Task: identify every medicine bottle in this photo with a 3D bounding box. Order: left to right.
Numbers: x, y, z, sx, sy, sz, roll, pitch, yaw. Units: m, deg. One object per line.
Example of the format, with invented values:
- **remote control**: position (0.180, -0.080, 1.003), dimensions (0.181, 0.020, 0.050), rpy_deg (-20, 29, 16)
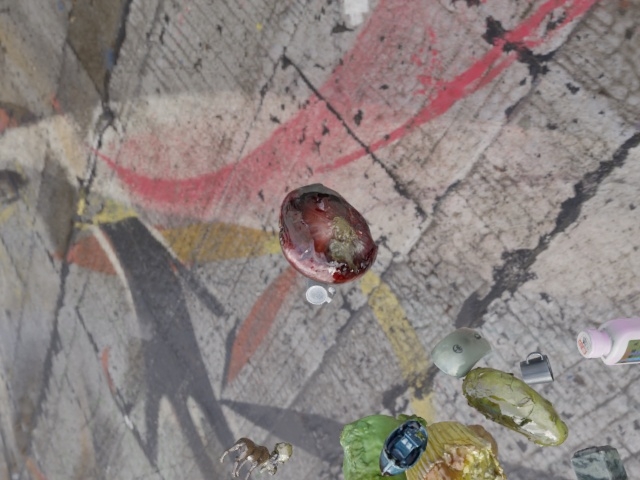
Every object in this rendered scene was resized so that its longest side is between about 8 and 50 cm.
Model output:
- **medicine bottle**: position (0.695, 0.228, 1.420), dimensions (0.078, 0.219, 0.115), rpy_deg (-103, 16, -47)

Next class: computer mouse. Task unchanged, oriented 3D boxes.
- **computer mouse**: position (0.314, 0.231, 1.352), dimensions (0.089, 0.181, 0.056), rpy_deg (45, 128, 23)

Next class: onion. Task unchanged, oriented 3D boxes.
- **onion**: position (0.000, 0.000, 1.532), dimensions (0.195, 0.272, 0.272), rpy_deg (-47, 65, 37)

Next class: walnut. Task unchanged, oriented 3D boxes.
- **walnut**: position (0.466, 0.637, 1.921), dimensions (0.166, 0.149, 0.166), rpy_deg (15, 144, 11)

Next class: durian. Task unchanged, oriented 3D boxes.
- **durian**: position (0.151, 0.541, 1.461), dimensions (0.204, 0.255, 0.340), rpy_deg (-47, 26, 28)

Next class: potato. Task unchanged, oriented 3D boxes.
- **potato**: position (0.388, 0.332, 1.255), dimensions (0.225, 0.090, 0.117), rpy_deg (30, 142, 12)

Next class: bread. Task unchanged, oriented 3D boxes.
- **bread**: position (0.273, 0.490, 1.235), dimensions (0.133, 0.179, 0.250), rpy_deg (-117, 12, -72)

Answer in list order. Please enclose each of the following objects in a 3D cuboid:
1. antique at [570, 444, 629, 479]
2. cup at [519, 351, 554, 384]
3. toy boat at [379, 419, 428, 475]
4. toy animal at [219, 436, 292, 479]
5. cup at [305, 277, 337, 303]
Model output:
- **antique**: position (0.682, 0.587, 1.500), dimensions (0.088, 0.086, 0.183), rpy_deg (-35, 57, 41)
- **cup**: position (0.611, 0.361, 1.783), dimensions (0.077, 0.078, 0.100), rpy_deg (-17, 107, 22)
- **toy boat**: position (0.134, 0.324, 0.991), dimensions (0.060, 0.137, 0.061), rpy_deg (43, 120, 18)
- **toy animal**: position (-0.186, 0.674, 1.952), dimensions (0.093, 0.186, 0.214), rpy_deg (31, 162, 49)
- **cup**: position (0.003, 0.139, 1.822), dimensions (0.104, 0.116, 0.074), rpy_deg (37, 109, -14)
